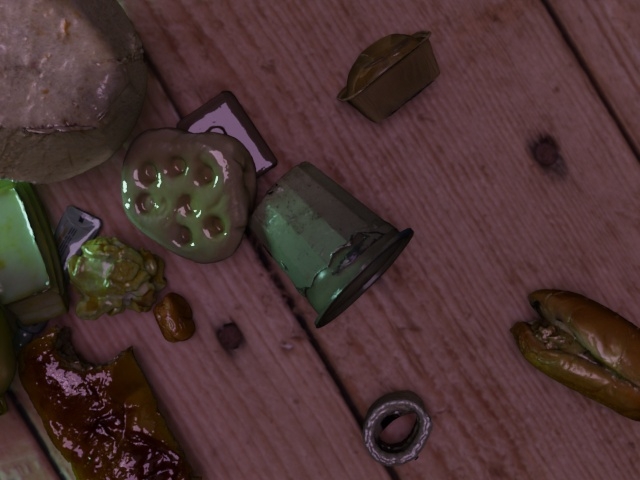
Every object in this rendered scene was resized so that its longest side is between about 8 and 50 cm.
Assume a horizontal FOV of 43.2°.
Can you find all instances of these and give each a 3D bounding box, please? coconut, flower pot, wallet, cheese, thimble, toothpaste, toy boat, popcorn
[{"bbox_3d":[-0.443,-0.249,1.198,0.347,0.360,0.346,-6,105,-24],"label":"coconut"},{"bbox_3d":[0.000,0.000,1.260,0.203,0.212,0.212,41,91,10],"label":"flower pot"},{"bbox_3d":[-0.156,-0.158,1.331,0.118,0.039,0.152,-35,92,0],"label":"wallet"},{"bbox_3d":[-0.196,-0.081,1.268,0.218,0.117,0.235,-32,97,24],"label":"cheese"},{"bbox_3d":[0.122,0.302,1.307,0.115,0.090,0.102,-30,87,3],"label":"thimble"},{"bbox_3d":[-0.445,0.067,1.340,0.067,0.037,0.255,26,89,3],"label":"toothpaste"},{"bbox_3d":[-0.488,-0.002,1.295,0.111,0.084,0.276,-19,82,5],"label":"toy boat"},{"bbox_3d":[-0.331,0.054,1.293,0.162,0.141,0.135,-32,48,-16],"label":"popcorn"}]

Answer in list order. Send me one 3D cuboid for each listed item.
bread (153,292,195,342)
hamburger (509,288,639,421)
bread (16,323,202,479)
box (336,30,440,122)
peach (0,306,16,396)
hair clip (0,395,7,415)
[{"bbox_3d":[-0.237,0.128,1.318,0.046,0.081,0.083,-21,52,15],"label":"bread"},{"bbox_3d":[0.447,0.183,1.266,0.283,0.156,0.143,30,91,3],"label":"hamburger"},{"bbox_3d":[-0.335,0.302,1.305,0.185,0.109,0.380,-28,90,4],"label":"bread"},{"bbox_3d":[0.108,-0.268,1.295,0.177,0.111,0.111,-37,90,1],"label":"box"},{"bbox_3d":[-0.616,0.163,1.207,0.314,0.316,0.281,24,88,-14],"label":"peach"},{"bbox_3d":[-0.609,0.304,1.342,0.173,0.046,0.072,-21,86,3],"label":"hair clip"}]
